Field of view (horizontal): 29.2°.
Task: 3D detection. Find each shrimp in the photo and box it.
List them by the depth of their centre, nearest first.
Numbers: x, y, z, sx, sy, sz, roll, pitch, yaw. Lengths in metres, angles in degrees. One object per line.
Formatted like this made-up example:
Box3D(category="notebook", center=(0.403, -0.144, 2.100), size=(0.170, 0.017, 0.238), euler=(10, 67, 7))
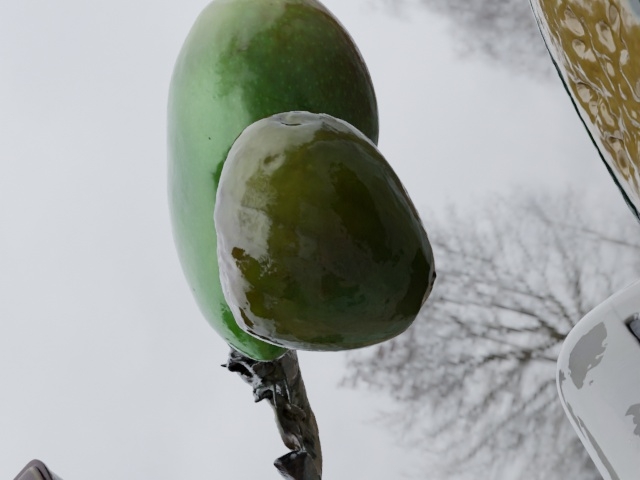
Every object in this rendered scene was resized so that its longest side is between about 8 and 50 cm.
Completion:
Box3D(category="shrimp", center=(-0.055, 0.229, 1.642), size=(0.445, 0.085, 0.272), euler=(67, -174, -69))

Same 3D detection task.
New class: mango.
Box3D(category="mango", center=(-0.052, -0.066, 1.240), size=(0.201, 0.225, 0.382), euler=(-15, -70, -62))

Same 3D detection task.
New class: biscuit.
Box3D(category="biscuit", center=(0.201, -0.095, 0.706), size=(0.287, 0.057, 0.343), euler=(87, 158, -76))

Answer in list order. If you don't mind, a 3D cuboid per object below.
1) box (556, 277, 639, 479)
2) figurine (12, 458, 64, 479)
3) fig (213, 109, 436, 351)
Box3D(category="box", center=(0.381, 0.102, 1.016), size=(0.141, 0.349, 0.288), euler=(49, -169, -37))
Box3D(category="figurine", center=(-0.187, 0.240, 0.881), size=(0.098, 0.082, 0.154), euler=(-38, -42, -7))
Box3D(category="fig", center=(0.000, 0.000, 0.955), size=(0.181, 0.191, 0.181), euler=(-59, -1, -1))
